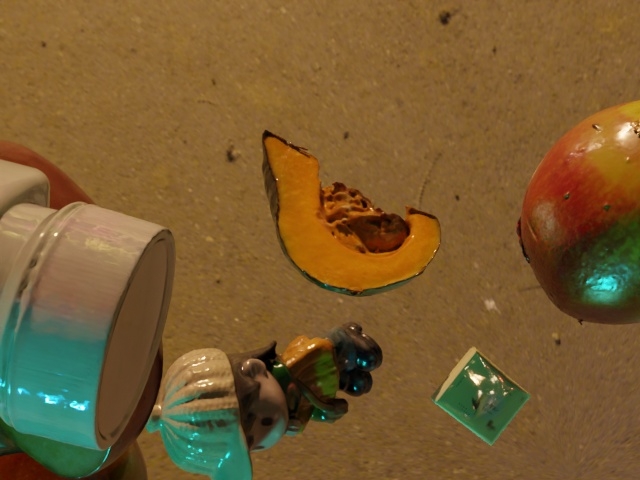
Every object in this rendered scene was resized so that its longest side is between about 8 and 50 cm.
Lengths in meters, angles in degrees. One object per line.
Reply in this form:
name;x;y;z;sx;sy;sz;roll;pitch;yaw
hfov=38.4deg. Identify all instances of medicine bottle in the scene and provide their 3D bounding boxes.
medicine bottle;-0.224;0.007;0.423;0.296;0.161;0.111;13;119;2

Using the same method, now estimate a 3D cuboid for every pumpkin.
pumpkin;-0.003;0.001;1.122;0.279;0.111;0.163;29;51;17

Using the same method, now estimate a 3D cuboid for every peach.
peach;0.494;-0.035;1.447;0.370;0.370;0.369;-4;75;14

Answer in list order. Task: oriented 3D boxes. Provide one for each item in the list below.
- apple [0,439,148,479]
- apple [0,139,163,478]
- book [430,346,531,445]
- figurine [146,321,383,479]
apple;-0.399;0.339;1.293;0.288;0.288;0.317;27;43;20
apple;-0.347;0.078;0.959;0.329;0.295;0.364;-22;101;-10
book;0.187;0.181;1.061;0.077;0.111;0.014;-50;28;0
figurine;-0.085;0.211;1.309;0.204;0.185;0.332;36;47;23
